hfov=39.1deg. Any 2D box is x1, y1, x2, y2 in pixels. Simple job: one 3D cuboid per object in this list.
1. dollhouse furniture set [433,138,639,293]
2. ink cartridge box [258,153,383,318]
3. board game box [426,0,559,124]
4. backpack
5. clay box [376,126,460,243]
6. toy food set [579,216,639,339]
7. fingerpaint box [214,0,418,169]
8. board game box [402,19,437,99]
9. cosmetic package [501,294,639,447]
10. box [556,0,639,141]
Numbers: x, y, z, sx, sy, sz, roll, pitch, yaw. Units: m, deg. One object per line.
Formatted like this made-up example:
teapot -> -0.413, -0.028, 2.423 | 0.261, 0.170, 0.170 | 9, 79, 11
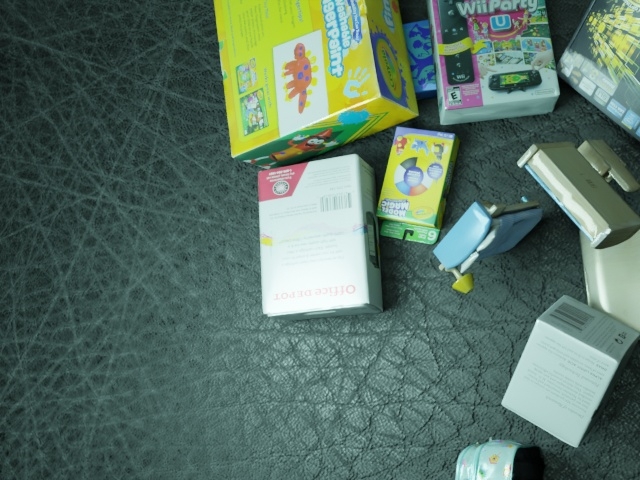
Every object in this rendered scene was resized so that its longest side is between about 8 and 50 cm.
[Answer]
dollhouse furniture set -> 0.412, -0.004, 1.635 | 0.198, 0.286, 0.303 | 55, 129, 23
ink cartridge box -> 0.000, 0.000, 1.830 | 0.226, 0.131, 0.306 | -7, 77, 19
board game box -> 0.333, -0.396, 1.783 | 0.224, 0.097, 0.303 | -6, 76, 4
backpack -> 0.313, 0.431, 1.581 | 0.144, 0.188, 0.166 | 4, 80, 22
clay box -> 0.194, -0.112, 1.822 | 0.127, 0.053, 0.222 | 10, 81, 23
toy food set -> 0.625, 0.067, 1.607 | 0.306, 0.092, 0.220 | -10, 75, 28
fingerpaint box -> -0.021, -0.416, 1.877 | 0.371, 0.163, 0.445 | -19, 71, 31
board game box -> 0.171, -0.371, 1.891 | 0.210, 0.047, 0.160 | -6, 76, 21
cosmetic package -> 0.435, 0.223, 1.567 | 0.151, 0.151, 0.184 | 28, 119, 24
box -> 0.639, -0.313, 1.573 | 0.097, 0.318, 0.395 | -27, 63, -33
